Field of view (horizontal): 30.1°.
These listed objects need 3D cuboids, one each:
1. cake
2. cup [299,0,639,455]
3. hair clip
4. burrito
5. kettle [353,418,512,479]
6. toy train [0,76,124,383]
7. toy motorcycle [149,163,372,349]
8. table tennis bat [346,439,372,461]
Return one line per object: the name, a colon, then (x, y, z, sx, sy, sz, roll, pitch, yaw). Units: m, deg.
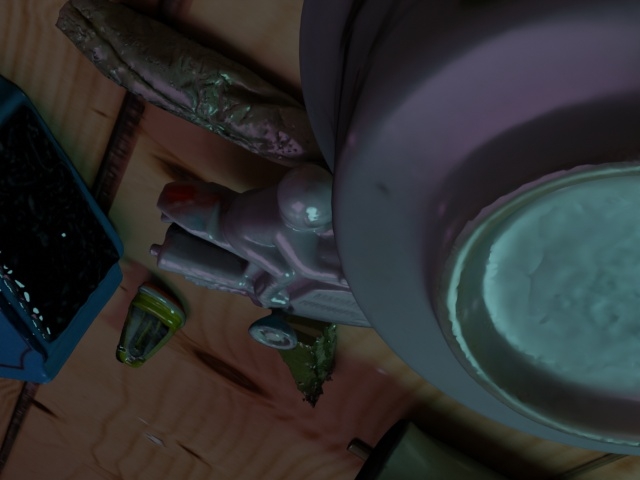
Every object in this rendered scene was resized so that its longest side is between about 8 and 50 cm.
cake: (-0.002, 0.107, 1.086, 0.055, 0.051, 0.140, 13, 148, 28)
cup: (0.143, -0.024, 0.526, 0.347, 0.163, 0.347, 8, 134, 9)
hair clip: (-0.179, 0.090, 1.248, 0.060, 0.033, 0.188, 32, 148, -4)
burrito: (-0.078, -0.107, 0.836, 0.230, 0.063, 0.058, 24, 111, 0)
kettle: (0.153, 0.393, 1.127, 0.377, 0.250, 0.361, 31, 123, 8)
toy train: (-0.343, -0.021, 1.097, 0.265, 0.188, 0.300, 4, 137, 34)
toy motorcycle: (0.000, 0.000, 0.857, 0.260, 0.110, 0.171, 11, 150, 15)
table tennis bat: (0.096, 0.258, 1.258, 0.156, 0.013, 0.087, 34, 152, -4)
